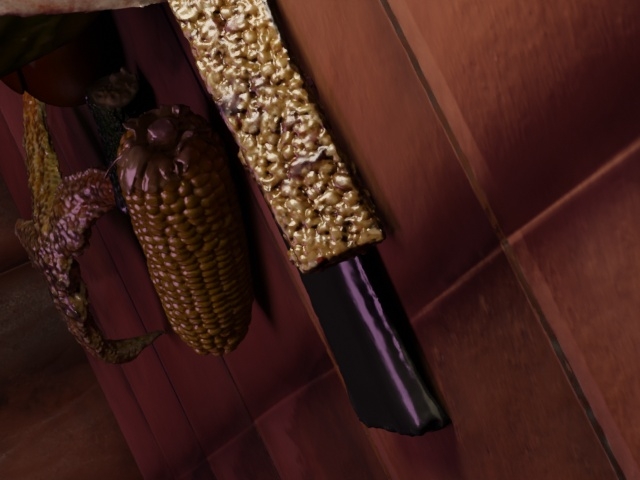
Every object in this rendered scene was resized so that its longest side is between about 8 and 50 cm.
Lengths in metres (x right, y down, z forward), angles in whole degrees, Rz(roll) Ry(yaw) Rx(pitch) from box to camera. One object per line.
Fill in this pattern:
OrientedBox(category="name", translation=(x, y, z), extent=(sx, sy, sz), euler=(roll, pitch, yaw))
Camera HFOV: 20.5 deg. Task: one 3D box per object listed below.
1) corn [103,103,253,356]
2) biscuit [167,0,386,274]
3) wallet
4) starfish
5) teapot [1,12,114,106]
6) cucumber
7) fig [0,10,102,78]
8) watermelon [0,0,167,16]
OrientedBox(category="corn", translation=(-0.106, -0.003, 1.455), extent=(0.091, 0.091, 0.260), euler=(14, 143, 18))
OrientedBox(category="biscuit", translation=(-0.027, -0.076, 1.081), extent=(0.199, 0.064, 0.034), euler=(65, -171, 9))
OrientedBox(category="wallet", translation=(0.001, 0.000, 1.185), extent=(0.285, 0.030, 0.146), euler=(67, 163, -2))
OrientedBox(category="starfish", translation=(-0.277, -0.019, 2.054), extent=(0.384, 0.132, 0.398), euler=(-121, 18, -44))
OrientedBox(category="teapot", translation=(-0.284, -0.205, 1.703), extent=(0.252, 0.135, 0.178), euler=(172, 78, -75))
OrientedBox(category="cucumber", translation=(-0.178, -0.089, 1.672), extent=(0.058, 0.058, 0.187), euler=(57, 166, 31))
OrientedBox(category="fig", translation=(-0.242, -0.218, 1.371), extent=(0.314, 0.233, 0.233), euler=(19, 141, 29))
OrientedBox(category="watermelon", translation=(-0.229, -0.234, 1.126), extent=(0.292, 0.250, 0.283), euler=(60, -165, -12))
